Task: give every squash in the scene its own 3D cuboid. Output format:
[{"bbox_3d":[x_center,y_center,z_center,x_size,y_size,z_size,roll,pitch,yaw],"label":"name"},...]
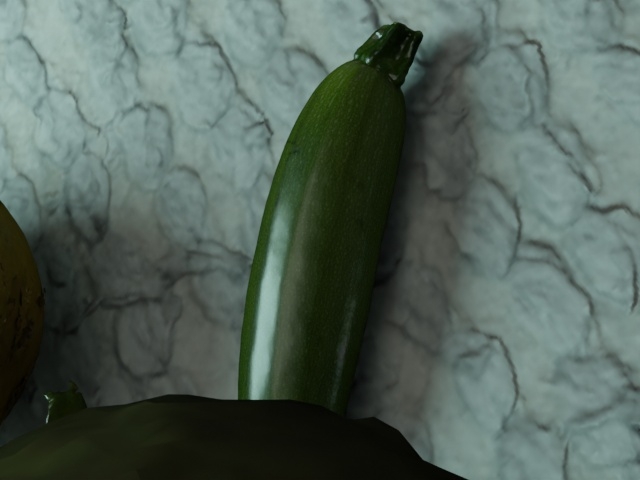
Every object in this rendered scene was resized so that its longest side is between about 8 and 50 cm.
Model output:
[{"bbox_3d":[0.000,0.000,0.994,0.066,0.066,0.252,3,75,39],"label":"squash"}]

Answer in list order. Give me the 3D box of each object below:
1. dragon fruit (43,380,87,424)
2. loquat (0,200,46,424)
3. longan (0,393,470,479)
[{"bbox_3d":[-0.120,0.156,0.998,0.137,0.135,0.236,-64,32,9],"label":"dragon fruit"},{"bbox_3d":[-0.276,0.043,1.090,0.235,0.235,0.235,-14,66,34],"label":"loquat"},{"bbox_3d":[-0.040,0.251,0.722,0.391,0.391,0.391,-14,66,34],"label":"longan"}]
